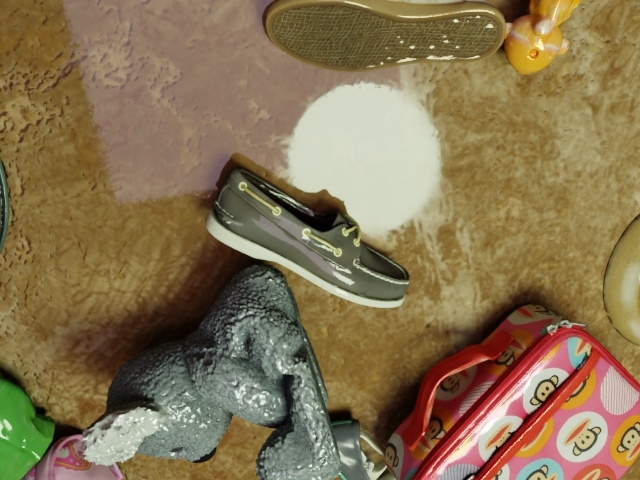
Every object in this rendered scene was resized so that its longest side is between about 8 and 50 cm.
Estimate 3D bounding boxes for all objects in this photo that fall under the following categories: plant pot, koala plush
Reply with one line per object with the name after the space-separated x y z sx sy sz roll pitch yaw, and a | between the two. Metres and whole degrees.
0.467 0.041 0.683 0.236 0.032 0.237 -3 112 -7 | plant pot
-0.116 0.144 0.563 0.221 0.196 0.204 -18 102 -1 | koala plush

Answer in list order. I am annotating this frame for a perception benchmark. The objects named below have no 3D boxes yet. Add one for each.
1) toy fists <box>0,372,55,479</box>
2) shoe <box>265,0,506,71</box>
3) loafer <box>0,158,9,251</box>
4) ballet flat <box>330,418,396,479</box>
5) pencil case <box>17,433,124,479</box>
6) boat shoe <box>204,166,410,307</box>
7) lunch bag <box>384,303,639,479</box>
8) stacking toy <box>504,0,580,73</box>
-0.431 0.240 0.595 0.279 0.096 0.142 -39 122 6 | toy fists
0.058 -0.203 0.517 0.218 0.058 0.077 1 142 -5 | shoe
-0.362 0.020 0.521 0.096 0.084 0.268 16 108 -14 | loafer
0.066 0.304 0.708 0.074 0.074 0.203 -27 111 3 | ballet flat
-0.356 0.348 0.639 0.284 0.124 0.124 -41 112 9 | pencil case
0.000 0.000 0.569 0.227 0.081 0.069 23 110 -14 | boat shoe
0.227 0.225 0.666 0.258 0.120 0.293 42 92 -20 | lunch bag
0.234 -0.288 0.466 0.175 0.166 0.302 14 120 -4 | stacking toy
